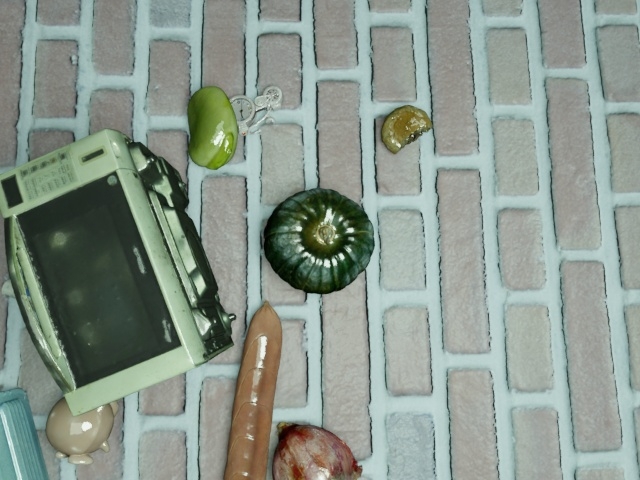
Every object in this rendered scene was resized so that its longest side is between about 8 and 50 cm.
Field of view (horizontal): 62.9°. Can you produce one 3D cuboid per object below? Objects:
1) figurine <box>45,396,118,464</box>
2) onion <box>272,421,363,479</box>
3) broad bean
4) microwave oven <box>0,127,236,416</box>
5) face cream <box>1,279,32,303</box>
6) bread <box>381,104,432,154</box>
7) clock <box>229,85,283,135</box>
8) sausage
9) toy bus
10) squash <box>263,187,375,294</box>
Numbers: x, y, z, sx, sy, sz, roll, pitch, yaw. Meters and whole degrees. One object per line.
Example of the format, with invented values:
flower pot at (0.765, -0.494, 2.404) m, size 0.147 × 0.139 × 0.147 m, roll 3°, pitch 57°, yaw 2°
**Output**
figurine at (-0.447, 0.343, 0.985) m, size 0.125 × 0.125 × 0.137 m, roll 10°, pitch 70°, yaw -1°
onion at (-0.027, 0.415, 0.981) m, size 0.159 × 0.159 × 0.195 m, roll -41°, pitch 56°, yaw -7°
broad bean at (-0.225, -0.229, 1.072) m, size 0.125 × 0.082 × 0.174 m, roll -7°, pitch 88°, yaw 37°
microwave oven at (-0.327, 0.051, 0.916) m, size 0.247 × 0.333 × 0.394 m, roll -22°, pitch 85°, yaw -1°
face cream at (-0.567, 0.112, 1.048) m, size 0.130 × 0.034 × 0.034 m, roll 17°, pitch 82°, yaw 1°
bread at (0.175, -0.240, 1.111) m, size 0.113 × 0.060 × 0.082 m, roll -32°, pitch 85°, yaw -8°
clock at (-0.136, -0.277, 1.114) m, size 0.129 × 0.041 × 0.087 m, roll -23°, pitch 80°, yaw 0°
sausage at (-0.130, 0.332, 1.009) m, size 0.088 × 0.088 × 0.432 m, roll 6°, pitch 82°, yaw -1°
toy bus at (-0.609, 0.450, 0.943) m, size 0.190 × 0.152 × 0.312 m, roll -19°, pitch 83°, yaw -4°
squash at (-0.001, 0.000, 1.016) m, size 0.218 × 0.172 × 0.218 m, roll 8°, pitch 52°, yaw -10°
